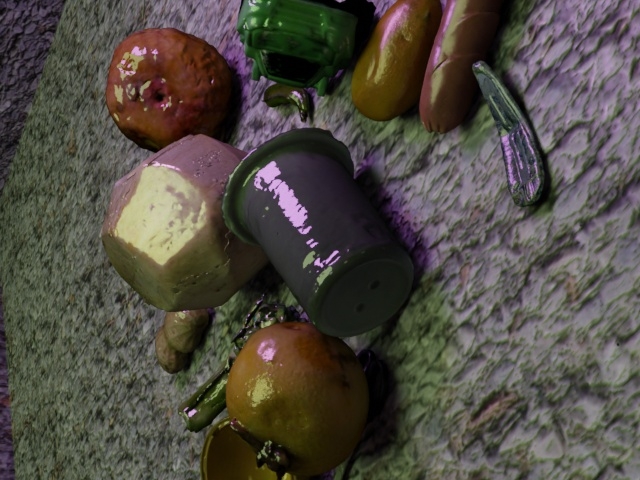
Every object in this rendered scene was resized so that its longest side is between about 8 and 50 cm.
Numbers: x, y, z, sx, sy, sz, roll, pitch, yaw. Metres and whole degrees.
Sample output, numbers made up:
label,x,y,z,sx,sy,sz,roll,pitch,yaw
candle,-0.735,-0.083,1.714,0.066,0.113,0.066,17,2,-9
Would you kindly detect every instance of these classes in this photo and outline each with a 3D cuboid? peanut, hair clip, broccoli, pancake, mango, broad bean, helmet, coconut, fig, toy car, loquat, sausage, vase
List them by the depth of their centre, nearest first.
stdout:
label,x,y,z,sx,sy,sz,roll,pitch,yaw
hair clip,0.253,-0.146,1.335,0.066,0.036,0.229,-50,49,52
sausage,0.223,-0.355,1.386,0.088,0.088,0.433,44,123,55
mango,0.122,-0.281,1.530,0.147,0.109,0.227,-81,16,-53
loquat,-0.038,0.250,1.536,0.244,0.244,0.243,-20,67,58
vase,0.000,0.000,1.574,0.291,0.245,0.245,58,133,42
toy car,-0.038,-0.334,1.650,0.358,0.213,0.176,-101,25,-80
broccoli,-0.121,0.226,1.718,0.177,0.275,0.198,50,161,-2
helmet,-0.092,0.404,1.742,0.205,0.140,0.257,11,107,29
broad bean,-0.068,-0.279,1.933,0.195,0.046,0.061,36,113,56
coconut,-0.233,-0.040,1.938,0.353,0.353,0.352,-20,67,58
peanut,-0.318,0.214,2.239,0.104,0.086,0.228,57,136,24
fig,-0.314,-0.358,2.256,0.368,0.286,0.286,-62,-5,-64
pancake,-0.239,-0.245,2.269,0.115,0.011,0.114,-19,69,61

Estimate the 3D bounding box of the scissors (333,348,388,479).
label,x,y,z,sx,sy,sz,roll,pitch,yaw
scissors,0.050,0.323,1.619,0.109,0.022,0.300,42,121,59
